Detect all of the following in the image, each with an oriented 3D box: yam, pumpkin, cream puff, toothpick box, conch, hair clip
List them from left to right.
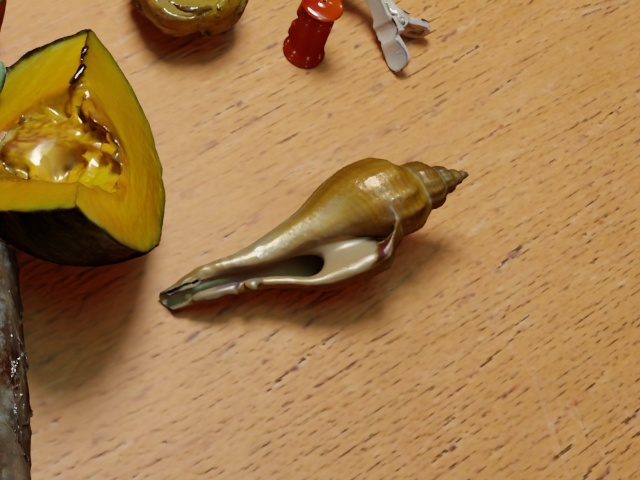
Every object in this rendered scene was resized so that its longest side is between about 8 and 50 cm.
[{"bbox_3d":[-0.306,0.134,1.411,0.131,0.131,0.280,1,61,-19],"label":"yam"},{"bbox_3d":[-0.245,-0.043,1.553,0.148,0.169,0.312,53,17,-30],"label":"pumpkin"},{"bbox_3d":[-0.136,-0.267,1.739,0.133,0.104,0.119,38,86,16],"label":"cream puff"},{"bbox_3d":[-0.007,-0.224,1.769,0.047,0.083,0.047,9,55,-13],"label":"toothpick box"},{"bbox_3d":[-0.001,0.001,1.634,0.330,0.093,0.109,-25,86,-10],"label":"conch"},{"bbox_3d":[0.043,-0.291,1.811,0.226,0.034,0.072,56,48,-12],"label":"hair clip"}]

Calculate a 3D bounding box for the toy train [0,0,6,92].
[{"bbox_3d":[-0.430,-0.209,1.598,0.285,0.116,0.177,14,44,-5],"label":"toy train"}]
